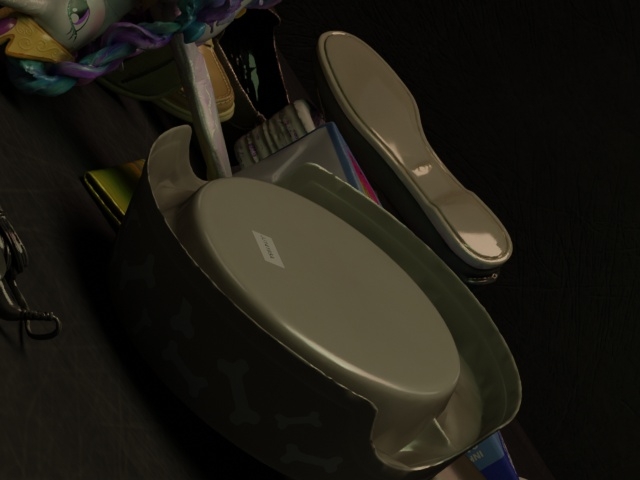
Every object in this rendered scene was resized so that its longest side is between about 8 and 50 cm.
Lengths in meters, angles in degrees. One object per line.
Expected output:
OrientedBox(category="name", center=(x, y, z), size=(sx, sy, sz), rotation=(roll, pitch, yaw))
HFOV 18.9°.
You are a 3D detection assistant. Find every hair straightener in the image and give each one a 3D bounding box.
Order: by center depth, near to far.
OrientedBox(category="hair straightener", center=(-0.216, -0.036, 1.196), size=(0.230, 0.047, 0.089), rotation=(58, 8, 14))

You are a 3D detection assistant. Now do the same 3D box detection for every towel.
OrientedBox(category="towel", center=(-0.154, -0.025, 1.694), size=(0.102, 0.021, 0.237), rotation=(51, 8, 0))

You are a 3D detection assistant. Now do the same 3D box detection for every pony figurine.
OrientedBox(category="pony figurine", center=(-0.120, -0.211, 1.647), size=(0.303, 0.363, 0.351), rotation=(44, -11, 23))

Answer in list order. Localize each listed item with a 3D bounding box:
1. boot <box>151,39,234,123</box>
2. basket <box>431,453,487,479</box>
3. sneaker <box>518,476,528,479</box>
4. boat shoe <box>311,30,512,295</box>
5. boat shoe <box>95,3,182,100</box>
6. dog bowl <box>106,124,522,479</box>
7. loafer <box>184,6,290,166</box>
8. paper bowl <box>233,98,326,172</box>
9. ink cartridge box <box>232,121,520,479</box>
OrientedBox(category="boot", center=(-0.151, -0.271, 2.053), size=(0.095, 0.203, 0.262), rotation=(-9, 51, -34))
OrientedBox(category="basket", center=(0.108, 0.271, 1.603), size=(0.227, 0.154, 0.204), rotation=(54, 14, 11))
OrientedBox(category="sneaker", center=(0.258, 0.399, 2.267), size=(0.152, 0.114, 0.305), rotation=(30, 19, -54))
OrientedBox(category="boat shoe", center=(0.075, -0.075, 2.059), size=(0.112, 0.095, 0.335), rotation=(-13, 61, -44))
OrientedBox(category="boat shoe", center=(-0.222, -0.248, 1.857), size=(0.302, 0.113, 0.103), rotation=(46, 18, -51))
OrientedBox(category="dog bowl", center=(-0.012, 0.059, 1.487), size=(0.349, 0.102, 0.349), rotation=(31, 22, -14))
OrientedBox(category="loafer", center=(-0.100, -0.273, 2.181), size=(0.134, 0.130, 0.366), rotation=(-16, 93, -45))
OrientedBox(category="paper bowl", center=(0.000, 0.000, 2.082), size=(0.284, 0.148, 0.284), rotation=(55, 6, -9))
OrientedBox(category="ink cartridge box", center=(0.055, 0.117, 1.834), size=(0.395, 0.151, 0.270), rotation=(62, 5, -21))
